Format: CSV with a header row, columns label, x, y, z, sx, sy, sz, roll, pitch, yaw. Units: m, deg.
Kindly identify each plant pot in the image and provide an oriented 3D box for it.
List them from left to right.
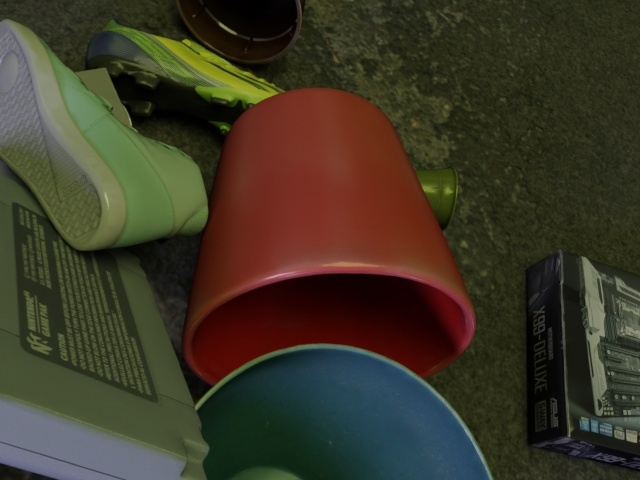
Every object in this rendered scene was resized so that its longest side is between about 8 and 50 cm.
label,x,y,z,sx,sy,sz,roll,pitch,yaw
plant pot,-0.079,-0.342,0.852,0.167,0.167,0.165,28,52,-9
plant pot,-0.020,0.254,0.573,0.290,0.195,0.290,9,64,-20
plant pot,0.000,0.000,0.674,0.274,0.275,0.243,8,54,-20
plant pot,0.123,-0.058,0.855,0.079,0.083,0.083,7,64,-7

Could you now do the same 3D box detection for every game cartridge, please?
label,x,y,z,sx,sy,sz,roll,pitch,yaw
game cartridge,-0.196,0.049,0.476,0.198,0.062,0.297,30,12,-35

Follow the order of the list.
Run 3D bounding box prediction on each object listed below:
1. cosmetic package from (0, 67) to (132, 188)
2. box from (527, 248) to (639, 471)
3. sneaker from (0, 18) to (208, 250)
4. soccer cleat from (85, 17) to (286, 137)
label,x,y,z,sx,sy,sz,roll,pitch,yaw
cosmetic package,-0.306,-0.077,0.660,0.237,0.107,0.127,-16,75,-31
box,0.416,0.170,0.869,0.307,0.076,0.243,17,61,-15
sneaker,-0.205,-0.091,0.618,0.256,0.094,0.151,53,25,20
soccer cleat,-0.125,-0.186,0.794,0.289,0.093,0.121,14,55,-17
